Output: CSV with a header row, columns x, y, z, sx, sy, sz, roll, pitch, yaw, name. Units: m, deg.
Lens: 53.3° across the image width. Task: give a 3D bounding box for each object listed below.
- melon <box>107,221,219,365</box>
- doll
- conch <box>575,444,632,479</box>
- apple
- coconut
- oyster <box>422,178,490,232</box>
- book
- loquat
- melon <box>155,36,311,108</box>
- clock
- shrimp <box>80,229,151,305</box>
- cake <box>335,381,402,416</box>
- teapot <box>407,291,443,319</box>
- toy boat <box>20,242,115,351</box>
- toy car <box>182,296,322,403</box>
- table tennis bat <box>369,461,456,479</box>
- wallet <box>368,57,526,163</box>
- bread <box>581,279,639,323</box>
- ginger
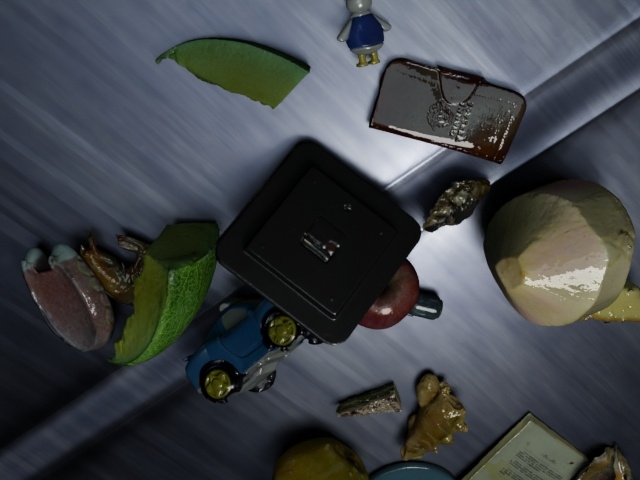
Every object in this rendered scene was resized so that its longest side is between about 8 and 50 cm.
x,y,z,sx,sy,sz,roll,pitch,yaw,name
-0.290,0.124,1.182,0.124,0.196,0.323,28,117,3,melon
0.068,-0.357,1.039,0.099,0.057,0.143,-20,112,-15,doll
0.616,0.548,1.376,0.155,0.130,0.207,0,99,-34,conch
0.103,0.088,1.178,0.153,0.120,0.153,0,81,-3,apple
0.400,0.020,1.085,0.259,0.259,0.259,0,113,0,coconut
0.248,-0.060,1.146,0.148,0.103,0.051,-48,64,3,oyster
0.429,0.534,1.412,0.201,0.026,0.289,38,103,-17,book
-0.014,0.536,1.331,0.213,0.213,0.246,38,98,-14,loquat
-0.148,-0.291,1.082,0.262,0.053,0.114,12,130,-1,melon
0.000,0.000,1.093,0.279,0.049,0.273,37,76,0,clock
-0.372,0.046,1.215,0.132,0.051,0.187,-45,114,4,shrimp
0.099,0.334,1.328,0.140,0.051,0.055,-7,113,1,cake
0.193,0.125,1.250,0.083,0.063,0.049,14,80,-3,teapot
-0.465,0.104,1.216,0.155,0.085,0.227,-9,112,29,toy boat
-0.113,0.173,1.204,0.314,0.198,0.166,-41,75,13,toy car
0.158,0.603,1.448,0.329,0.044,0.215,-14,113,3,table tennis bat
0.220,-0.227,1.106,0.255,0.031,0.137,14,112,-6,wallet
0.555,0.121,1.225,0.109,0.080,0.084,-16,109,4,bread
0.241,0.381,1.331,0.115,0.081,0.205,12,111,1,ginger
